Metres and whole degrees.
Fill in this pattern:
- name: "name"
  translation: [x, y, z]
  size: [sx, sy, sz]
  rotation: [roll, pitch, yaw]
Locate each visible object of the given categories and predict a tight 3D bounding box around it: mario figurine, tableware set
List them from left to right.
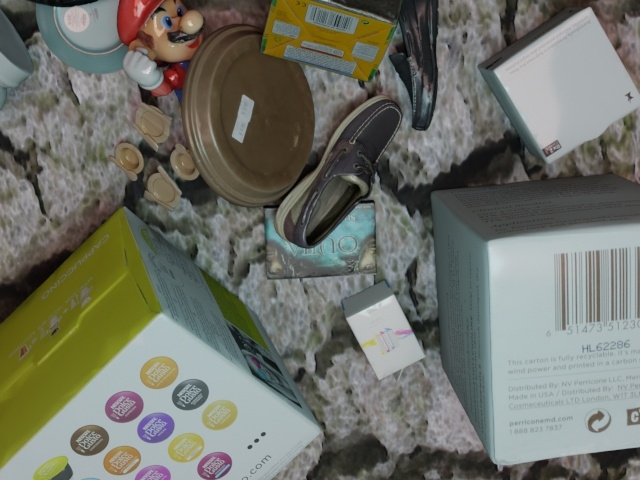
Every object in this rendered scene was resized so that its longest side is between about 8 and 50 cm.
- name: "tableware set"
  translation: [-0.259, -0.128, 1.577]
  size: [0.141, 0.020, 0.169]
  rotation: [43, 131, 0]
- name: "mario figurine"
  translation: [-0.178, -0.260, 1.496]
  size: [0.170, 0.198, 0.320]
  rotation: [-30, 111, 12]

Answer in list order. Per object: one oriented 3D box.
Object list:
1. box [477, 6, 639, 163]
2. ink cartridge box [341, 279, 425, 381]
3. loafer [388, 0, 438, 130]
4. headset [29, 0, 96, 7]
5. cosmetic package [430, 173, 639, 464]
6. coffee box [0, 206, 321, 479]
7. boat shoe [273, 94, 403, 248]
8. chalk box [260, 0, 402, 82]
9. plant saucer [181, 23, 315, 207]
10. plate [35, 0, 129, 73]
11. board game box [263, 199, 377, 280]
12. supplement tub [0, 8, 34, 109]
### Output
- name: "box"
  translation: [0.379, -0.248, 1.579]
  size: [0.181, 0.119, 0.182]
  rotation: [-33, 104, 4]
- name: "ink cartridge box"
  translation: [0.108, 0.157, 1.672]
  size: [0.090, 0.092, 0.143]
  rotation: [-27, 105, 2]
- name: "loafer"
  translation: [0.147, -0.286, 1.579]
  size: [0.078, 0.076, 0.223]
  rotation: [-1, 99, 1]
- name: "headset"
  translation: [-0.311, -0.488, 1.480]
  size: [0.394, 0.185, 0.243]
  rotation: [-11, 96, 12]
- name: "cosmetic package"
  translation: [0.369, 0.097, 1.520]
  size: [0.329, 0.394, 0.327]
  rotation: [-6, 103, -3]
- name: "coffee box"
  translation: [-0.271, 0.220, 1.488]
  size: [0.337, 0.338, 0.334]
  rotation: [-44, 123, 6]
- name: "boat shoe"
  translation: [0.044, -0.102, 1.577]
  size: [0.285, 0.092, 0.103]
  rotation: [-49, 132, -3]
- name: "chalk box"
  translation: [0.035, -0.414, 1.458]
  size: [0.180, 0.179, 0.289]
  rotation: [15, 69, -6]
- name: "plant saucer"
  translation: [-0.097, -0.189, 1.502]
  size: [0.041, 0.278, 0.278]
  rotation: [0, 109, 40]
- name: "plate"
  translation: [-0.350, -0.354, 1.550]
  size: [0.188, 0.024, 0.188]
  rotation: [-1, 104, -5]
- name: "board game box"
  translation: [0.000, 0.000, 1.659]
  size: [0.186, 0.026, 0.126]
  rotation: [-3, 103, -3]
- name: "supplement tub"
  translation: [-0.615, -0.234, 1.449]
  size: [0.331, 0.241, 0.241]
  rotation: [-34, 104, 4]
